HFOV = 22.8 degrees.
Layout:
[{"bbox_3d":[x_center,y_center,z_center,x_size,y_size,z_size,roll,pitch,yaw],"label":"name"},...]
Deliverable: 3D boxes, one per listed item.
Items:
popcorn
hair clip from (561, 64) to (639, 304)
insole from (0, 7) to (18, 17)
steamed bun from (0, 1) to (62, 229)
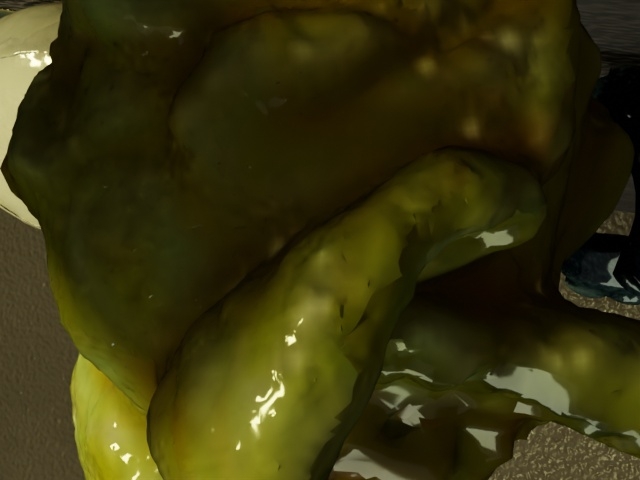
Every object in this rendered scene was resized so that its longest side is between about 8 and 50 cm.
[{"bbox_3d":[0.008,-0.005,0.681,0.321,0.290,0.326,-5,-158,26],"label":"popcorn"},{"bbox_3d":[0.294,-0.013,0.949,0.310,0.194,0.206,11,-171,10],"label":"hair clip"},{"bbox_3d":[-0.251,-0.185,1.311,0.188,0.004,0.064,9,178,4],"label":"insole"},{"bbox_3d":[-0.152,-0.091,1.176,0.228,0.177,0.131,14,-145,7],"label":"steamed bun"}]
